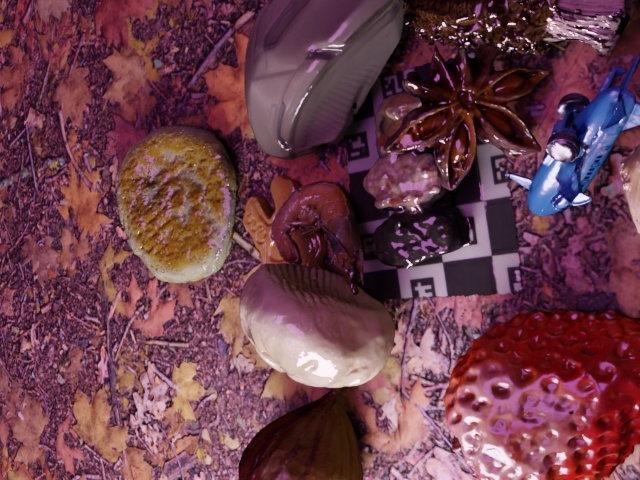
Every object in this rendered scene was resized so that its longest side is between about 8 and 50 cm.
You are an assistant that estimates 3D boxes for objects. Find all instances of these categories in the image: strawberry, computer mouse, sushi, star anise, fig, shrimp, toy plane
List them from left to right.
[{"bbox_3d":[-0.015,-0.318,1.418,0.429,0.145,0.228,-57,47,25],"label":"computer mouse"},{"bbox_3d":[0.001,0.001,1.449,0.144,0.052,0.251,-27,45,5],"label":"shrimp"},{"bbox_3d":[0.006,0.329,1.475,0.217,0.217,0.320,26,80,33],"label":"fig"},{"bbox_3d":[0.137,-0.090,1.366,0.296,0.100,0.373,-6,90,37],"label":"sushi"},{"bbox_3d":[0.212,-0.179,1.272,0.099,0.220,0.214,-114,40,-72],"label":"star anise"},{"bbox_3d":[0.321,0.219,1.223,0.336,0.149,0.265,-31,73,33],"label":"strawberry"},{"bbox_3d":[0.339,-0.117,1.178,0.105,0.254,0.271,29,144,-5],"label":"toy plane"}]

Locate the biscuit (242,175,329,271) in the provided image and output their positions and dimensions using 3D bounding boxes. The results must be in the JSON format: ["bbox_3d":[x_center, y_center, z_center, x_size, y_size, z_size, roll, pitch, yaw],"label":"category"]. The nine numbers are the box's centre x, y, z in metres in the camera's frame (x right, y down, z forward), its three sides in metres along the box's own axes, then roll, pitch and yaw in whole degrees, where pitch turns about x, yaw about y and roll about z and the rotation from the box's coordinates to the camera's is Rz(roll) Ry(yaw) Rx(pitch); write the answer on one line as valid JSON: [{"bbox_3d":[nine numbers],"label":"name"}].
[{"bbox_3d":[-0.056,0.009,1.562,0.144,0.040,0.236,-37,69,38],"label":"biscuit"}]

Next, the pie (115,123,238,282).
[{"bbox_3d":[-0.268,-0.076,1.693,0.323,0.070,0.323,1,93,33],"label":"pie"}]

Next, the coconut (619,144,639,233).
[{"bbox_3d":[0.460,-0.068,1.082,0.194,0.194,0.194,3,95,37],"label":"coconut"}]

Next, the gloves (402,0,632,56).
[{"bbox_3d":[0.253,-0.335,1.183,0.312,0.135,0.210,4,64,14],"label":"gloves"}]

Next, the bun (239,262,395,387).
[{"bbox_3d":[-0.013,0.143,1.397,0.259,0.259,0.160,26,103,33],"label":"bun"}]
